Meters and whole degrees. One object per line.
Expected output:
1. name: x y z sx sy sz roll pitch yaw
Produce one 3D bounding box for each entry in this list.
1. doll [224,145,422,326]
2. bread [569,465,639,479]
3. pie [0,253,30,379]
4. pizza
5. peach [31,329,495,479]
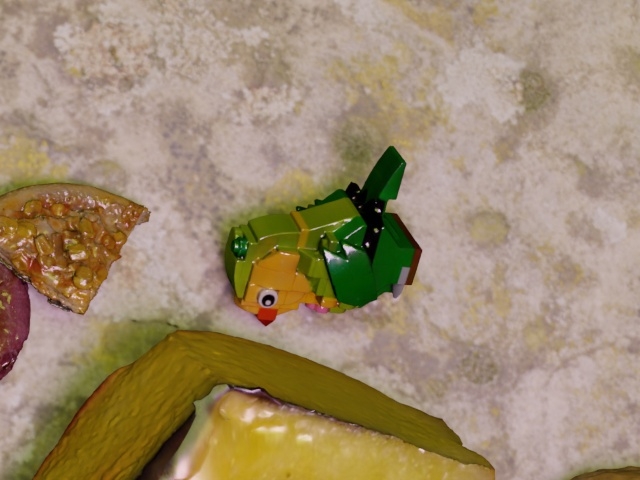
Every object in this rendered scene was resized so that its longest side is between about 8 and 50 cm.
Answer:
1. doll: 0.002 0.007 1.753 0.186 0.106 0.134 -20 124 -7
2. bread: 0.288 0.324 1.756 0.244 0.134 0.244 5 72 -16
3. pie: -0.325 0.063 1.673 0.153 0.038 0.154 6 73 -18
4. pizza: -0.230 0.003 1.697 0.178 0.041 0.131 9 54 -26
5. peach: -0.074 0.245 1.603 0.380 0.242 0.306 14 93 -28
